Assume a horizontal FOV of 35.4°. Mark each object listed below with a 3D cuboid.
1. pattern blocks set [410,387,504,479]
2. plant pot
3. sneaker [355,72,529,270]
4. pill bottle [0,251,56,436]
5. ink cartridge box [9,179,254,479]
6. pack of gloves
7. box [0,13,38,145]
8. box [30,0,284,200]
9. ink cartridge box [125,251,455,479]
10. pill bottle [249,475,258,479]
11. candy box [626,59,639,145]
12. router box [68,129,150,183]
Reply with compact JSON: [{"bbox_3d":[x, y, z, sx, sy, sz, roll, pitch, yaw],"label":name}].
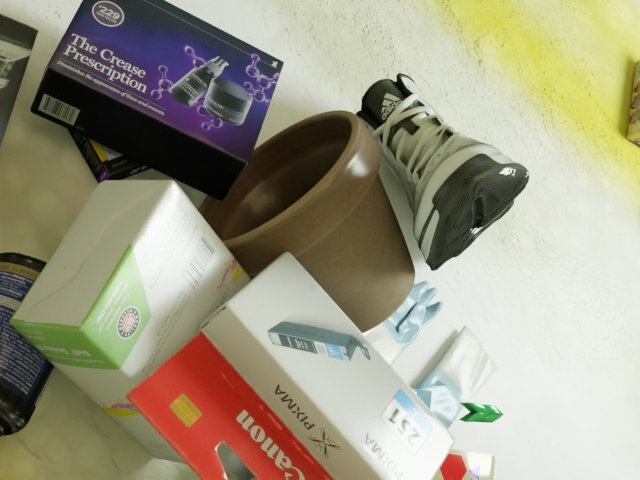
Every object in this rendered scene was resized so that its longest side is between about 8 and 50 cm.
[{"bbox_3d":[0.157,0.363,1.312,0.286,0.026,0.324,21,74,-22],"label":"pattern blocks set"},{"bbox_3d":[0.000,0.000,1.294,0.229,0.263,0.263,53,52,-25],"label":"plant pot"},{"bbox_3d":[0.127,-0.107,1.337,0.169,0.447,0.257,-43,83,4],"label":"sneaker"},{"bbox_3d":[-0.352,0.132,1.085,0.123,0.123,0.219,32,57,-16],"label":"pill bottle"},{"bbox_3d":[-0.162,0.121,1.152,0.353,0.119,0.207,56,47,-39],"label":"ink cartridge box"},{"bbox_3d":[0.129,0.169,1.410,0.195,0.046,0.232,53,44,-1],"label":"pack of gloves"},{"bbox_3d":[-0.487,-0.153,1.151,0.243,0.076,0.307,21,61,-22],"label":"box"},{"bbox_3d":[-0.199,-0.195,1.261,0.261,0.103,0.184,25,52,-14],"label":"box"},{"bbox_3d":[-0.017,0.189,1.064,0.296,0.066,0.261,48,39,0],"label":"ink cartridge box"},{"bbox_3d":[-0.009,0.279,1.183,0.108,0.108,0.193,53,32,-1],"label":"pill bottle"},{"bbox_3d":[0.632,-0.247,1.858,0.109,0.053,0.186,28,58,-18],"label":"candy box"},{"bbox_3d":[-0.239,-0.162,1.317,0.179,0.046,0.133,-27,84,-36],"label":"router box"}]
